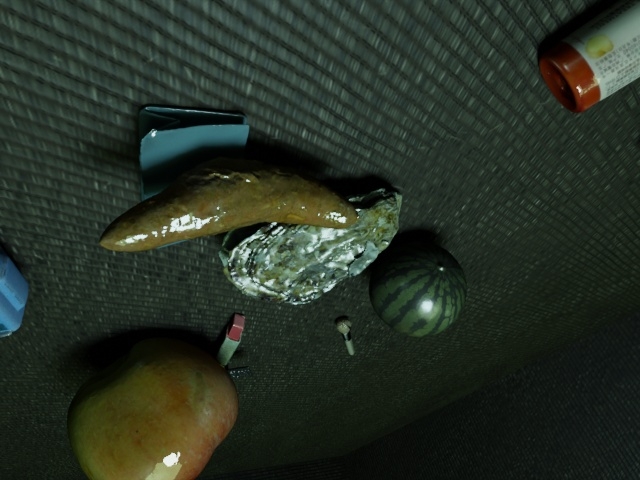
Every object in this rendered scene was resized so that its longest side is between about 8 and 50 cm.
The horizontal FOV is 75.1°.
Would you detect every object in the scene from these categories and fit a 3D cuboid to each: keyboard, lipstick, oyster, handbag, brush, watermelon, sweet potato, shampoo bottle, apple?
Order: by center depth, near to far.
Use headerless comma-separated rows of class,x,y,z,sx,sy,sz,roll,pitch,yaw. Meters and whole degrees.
sweet potato,-0.107,-0.056,0.551,0.342,0.113,0.092,-7,167,-30
shampoo bottle,0.454,-0.296,0.558,0.278,0.104,0.104,-33,143,19
handbag,-0.182,-0.086,0.601,0.144,0.057,0.221,-9,143,-25
oyster,0.004,-0.004,0.722,0.351,0.158,0.162,-25,144,-12
watermelon,0.210,0.102,0.901,0.213,0.212,0.212,-12,144,-9
apple,-0.365,0.374,0.919,0.338,0.305,0.338,-46,-179,1
lipstick,-0.246,0.286,1.069,0.052,0.051,0.312,9,136,-25
keyboard,-0.281,0.360,1.099,0.198,0.010,0.063,-8,141,-1
brush,0.085,0.298,1.252,0.042,0.038,0.299,-20,146,-1

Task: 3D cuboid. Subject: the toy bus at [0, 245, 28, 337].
toy bus,-0.508,0.046,0.569,0.134,0.116,0.233,-11,142,-17
